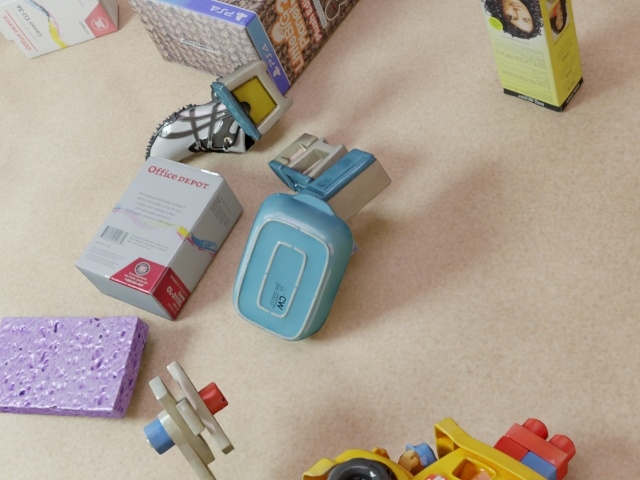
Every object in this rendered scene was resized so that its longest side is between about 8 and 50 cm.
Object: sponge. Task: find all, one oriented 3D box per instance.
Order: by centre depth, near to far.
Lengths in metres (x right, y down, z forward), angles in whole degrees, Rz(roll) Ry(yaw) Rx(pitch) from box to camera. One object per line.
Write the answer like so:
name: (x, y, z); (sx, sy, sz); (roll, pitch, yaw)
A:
sponge: (-0.307, 0.148, 1.143); (0.210, 0.031, 0.117); (-2, 61, 26)

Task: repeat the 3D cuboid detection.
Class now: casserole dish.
casserole dish: (-0.037, 0.036, 1.048); (0.114, 0.188, 0.037); (25, 33, 8)

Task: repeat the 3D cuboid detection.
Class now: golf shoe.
golf shoe: (-0.142, -0.140, 1.266); (0.198, 0.077, 0.094); (-37, 77, 16)

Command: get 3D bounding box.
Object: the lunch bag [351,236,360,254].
lunch bag: (0.000, 0.000, 1.132); (0.071, 0.053, 0.083); (-32, 27, -2)

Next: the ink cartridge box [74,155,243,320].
ink cartridge box: (-0.196, -0.006, 1.197); (0.127, 0.072, 0.175); (17, 65, 30)

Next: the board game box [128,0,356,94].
board game box: (-0.085, -0.376, 1.367); (0.232, 0.141, 0.291); (23, 67, 32)

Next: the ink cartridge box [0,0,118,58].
ink cartridge box: (-0.429, -0.356, 1.498); (0.198, 0.115, 0.067); (-15, 53, 12)

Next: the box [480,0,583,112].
box: (0.238, -0.247, 1.099); (0.087, 0.232, 0.058); (27, 72, 34)

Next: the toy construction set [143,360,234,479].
toy construction set: (-0.194, 0.285, 0.959); (0.327, 0.151, 0.215); (-42, 55, 3)

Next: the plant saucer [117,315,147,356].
plant saucer: (-0.243, 0.130, 1.157); (0.083, 0.015, 0.083); (-10, 54, 15)

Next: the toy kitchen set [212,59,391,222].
toy kitchen set: (-0.048, -0.109, 1.122); (0.122, 0.166, 0.207); (-41, 25, -10)

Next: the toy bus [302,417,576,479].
toy bus: (0.124, 0.237, 0.877); (0.220, 0.149, 0.211); (25, 56, 35)
